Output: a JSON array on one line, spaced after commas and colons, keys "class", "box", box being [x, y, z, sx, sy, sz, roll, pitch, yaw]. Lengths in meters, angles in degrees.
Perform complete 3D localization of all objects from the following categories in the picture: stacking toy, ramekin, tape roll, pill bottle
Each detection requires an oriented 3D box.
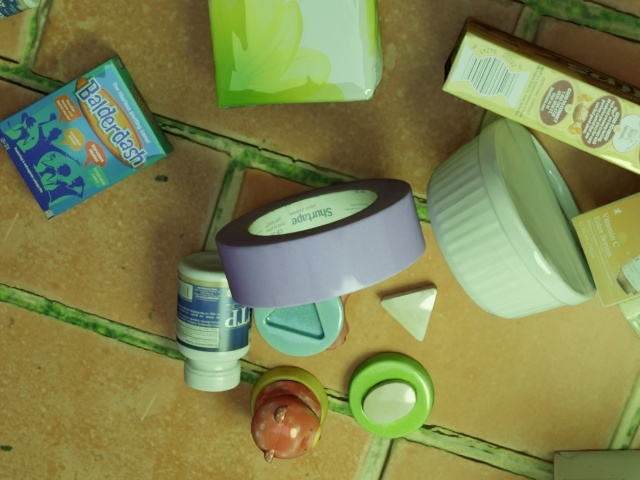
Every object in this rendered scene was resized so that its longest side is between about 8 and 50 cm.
[{"class": "stacking toy", "box": [0.029, 0.183, 1.878, 0.279, 0.130, 0.309, 5, 107, 6]}, {"class": "ramekin", "box": [0.252, -0.019, 1.730, 0.127, 0.273, 0.273, -28, 101, 26]}, {"class": "tape roll", "box": [0.000, 0.000, 1.752, 0.274, 0.275, 0.090, -13, 105, 11]}, {"class": "pill bottle", "box": [-0.462, -0.343, 1.818, 0.120, 0.067, 0.067, -16, 104, 12]}, {"class": "pill bottle", "box": [-0.156, 0.119, 1.891, 0.112, 0.112, 0.187, 5, 107, 6]}]

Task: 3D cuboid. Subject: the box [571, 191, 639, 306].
[{"class": "box", "box": [0.442, -0.002, 1.714, 0.170, 0.091, 0.130, -23, 84, 28]}]

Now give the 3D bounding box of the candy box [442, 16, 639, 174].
[{"class": "candy box", "box": [0.321, -0.189, 1.704, 0.316, 0.183, 0.088, 24, 108, 0]}]

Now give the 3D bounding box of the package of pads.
[{"class": "package of pads", "box": [-0.035, -0.333, 1.751, 0.229, 0.101, 0.297, -1, 107, 9]}]

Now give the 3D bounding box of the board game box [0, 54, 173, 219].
[{"class": "board game box", "box": [-0.344, -0.148, 1.870, 0.210, 0.047, 0.160, -28, 101, 13]}]

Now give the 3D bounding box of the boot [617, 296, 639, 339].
[{"class": "boot", "box": [0.491, 0.021, 1.795, 0.203, 0.095, 0.262, -23, 105, 15]}]

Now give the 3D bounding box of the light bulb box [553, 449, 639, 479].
[{"class": "light bulb box", "box": [0.448, 0.529, 1.807, 0.225, 0.358, 0.361, -2, 105, 10]}]
